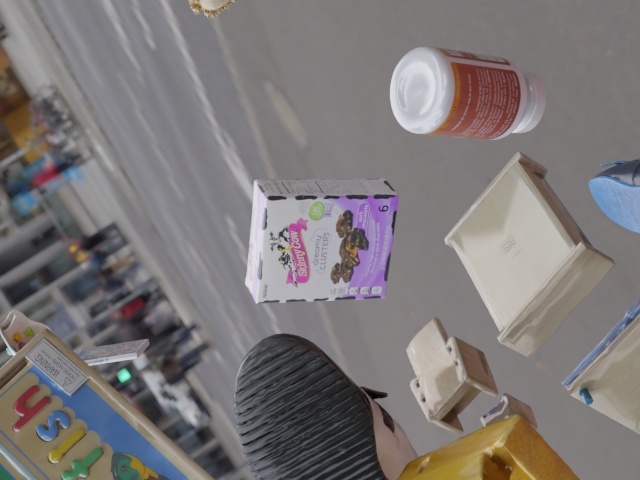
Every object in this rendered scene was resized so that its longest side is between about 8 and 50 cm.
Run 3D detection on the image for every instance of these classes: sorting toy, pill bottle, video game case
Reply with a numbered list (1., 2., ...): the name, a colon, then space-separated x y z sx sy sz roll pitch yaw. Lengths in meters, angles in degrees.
1. sorting toy: -0.482 0.153 2.043 0.045 0.083 0.075 -17 115 37
2. pill bottle: 0.213 -0.204 1.801 0.121 0.216 0.121 -2 87 51
3. video game case: -0.328 0.173 1.940 0.087 0.122 0.011 -67 -33 -80

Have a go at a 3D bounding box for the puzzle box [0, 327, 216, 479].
1. puzzle box: -0.262 0.305 1.357 0.409 0.272 0.052 36 161 27

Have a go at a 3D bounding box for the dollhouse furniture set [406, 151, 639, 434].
1. dollhouse furniture set: 0.291 0.099 1.454 0.303 0.286 0.198 28 -157 -28

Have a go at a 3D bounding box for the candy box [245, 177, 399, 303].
1. candy box: 0.000 0.000 1.805 0.070 0.196 0.165 -124 37 -60

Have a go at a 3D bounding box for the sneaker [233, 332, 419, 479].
1. sneaker: 0.019 0.196 1.202 0.331 0.122 0.146 59 -169 -29

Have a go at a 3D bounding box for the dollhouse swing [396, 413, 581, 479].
1. dollhouse swing: 0.124 0.378 0.935 0.305 0.347 0.315 38 155 -2

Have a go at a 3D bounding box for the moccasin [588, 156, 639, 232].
1. moccasin: 0.573 -0.083 2.098 0.138 0.117 0.342 55 167 -16

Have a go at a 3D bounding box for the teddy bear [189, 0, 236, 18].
1. teddy bear: -0.219 -0.492 1.915 0.338 0.245 0.113 25 -156 -22
